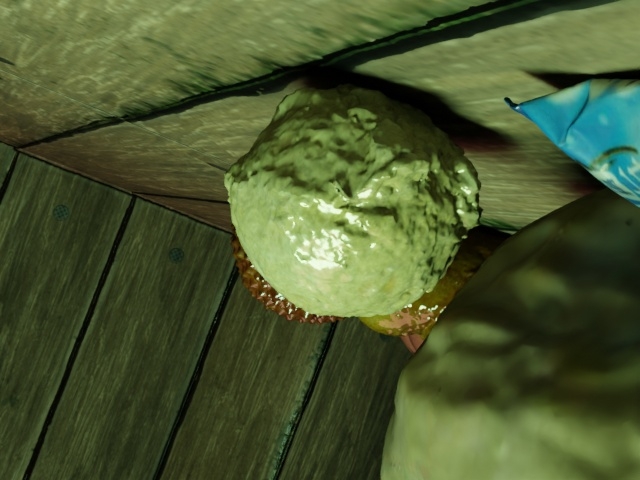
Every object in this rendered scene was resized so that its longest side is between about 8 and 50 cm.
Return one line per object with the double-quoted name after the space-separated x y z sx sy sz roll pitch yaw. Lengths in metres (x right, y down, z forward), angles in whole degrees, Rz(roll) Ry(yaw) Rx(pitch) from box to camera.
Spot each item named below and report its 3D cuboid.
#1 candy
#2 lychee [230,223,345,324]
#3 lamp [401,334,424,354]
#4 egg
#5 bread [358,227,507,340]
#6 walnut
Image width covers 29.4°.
0.130 -0.027 0.404 0.088 0.038 0.136 36 168 -24 "candy"
0.002 -0.003 0.858 0.123 0.123 0.129 22 144 -17 "lychee"
0.151 0.083 1.112 0.182 0.140 0.182 22 -179 0 "lamp"
0.015 -0.020 0.588 0.116 0.118 0.140 63 -173 0 "egg"
0.140 0.044 0.924 0.344 0.124 0.084 19 138 20 "bread"
0.166 0.097 0.526 0.273 0.227 0.273 16 173 2 "walnut"
